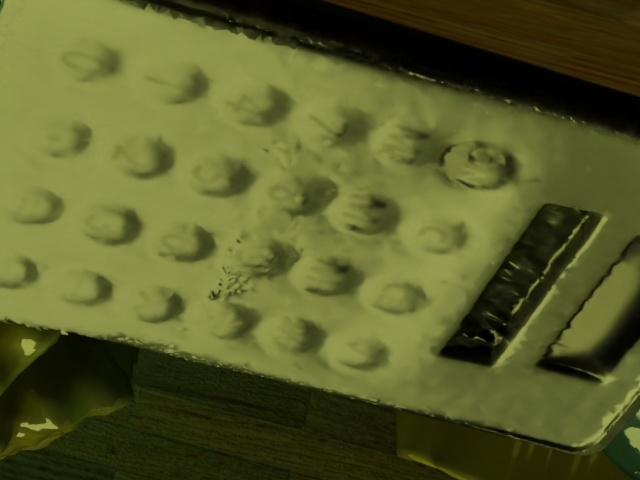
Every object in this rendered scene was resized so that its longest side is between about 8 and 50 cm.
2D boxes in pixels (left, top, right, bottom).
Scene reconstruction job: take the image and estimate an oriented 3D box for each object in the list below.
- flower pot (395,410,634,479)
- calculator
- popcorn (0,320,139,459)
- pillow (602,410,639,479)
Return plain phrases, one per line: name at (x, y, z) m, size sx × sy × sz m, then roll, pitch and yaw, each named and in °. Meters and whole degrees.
flower pot at (0.129, 0.052, 0.936) m, size 0.195 × 0.179 × 0.195 m, roll 13°, pitch 180°, yaw 0°
calculator at (0.014, -0.002, 0.541) m, size 0.262 × 0.161 × 0.021 m, roll 14°, pitch -134°, yaw -15°
popcorn at (-0.199, 0.002, 0.796) m, size 0.293 × 0.237 × 0.293 m, roll 30°, pitch -170°, yaw -6°
pillow at (0.210, 0.070, 0.756) m, size 0.214 × 0.086 × 0.233 m, roll 34°, pitch 148°, yaw 0°
